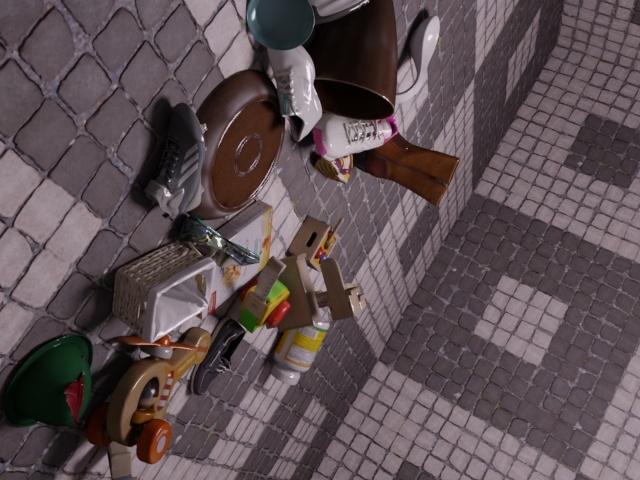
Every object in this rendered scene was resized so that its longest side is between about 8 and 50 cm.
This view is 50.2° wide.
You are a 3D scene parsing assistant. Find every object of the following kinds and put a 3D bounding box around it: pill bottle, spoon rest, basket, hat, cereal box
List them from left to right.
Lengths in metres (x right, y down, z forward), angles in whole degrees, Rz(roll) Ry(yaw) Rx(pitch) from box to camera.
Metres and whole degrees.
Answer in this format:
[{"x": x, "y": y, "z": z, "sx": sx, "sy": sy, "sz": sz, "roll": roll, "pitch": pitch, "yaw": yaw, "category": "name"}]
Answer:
[{"x": -0.385, "y": 0.271, "z": 1.102, "sx": 0.208, "sy": 0.183, "sz": 0.173, "roll": -21, "pitch": 134, "yaw": -61, "category": "hat"}, {"x": -0.285, "y": 0.088, "z": 1.240, "sx": 0.167, "sy": 0.103, "sz": 0.113, "roll": -32, "pitch": 143, "yaw": -53, "category": "basket"}, {"x": -0.193, "y": 0.040, "z": 1.477, "sx": 0.240, "sy": 0.047, "sz": 0.173, "roll": -43, "pitch": 151, "yaw": -43, "category": "cereal box"}, {"x": -0.066, "y": 0.312, "z": 2.006, "sx": 0.209, "sy": 0.117, "sz": 0.117, "roll": -65, "pitch": 159, "yaw": 3, "category": "pill bottle"}, {"x": 0.267, "y": -0.495, "z": 1.891, "sx": 0.276, "sy": 0.084, "sz": 0.137, "roll": -60, "pitch": 159, "yaw": -8, "category": "spoon rest"}]

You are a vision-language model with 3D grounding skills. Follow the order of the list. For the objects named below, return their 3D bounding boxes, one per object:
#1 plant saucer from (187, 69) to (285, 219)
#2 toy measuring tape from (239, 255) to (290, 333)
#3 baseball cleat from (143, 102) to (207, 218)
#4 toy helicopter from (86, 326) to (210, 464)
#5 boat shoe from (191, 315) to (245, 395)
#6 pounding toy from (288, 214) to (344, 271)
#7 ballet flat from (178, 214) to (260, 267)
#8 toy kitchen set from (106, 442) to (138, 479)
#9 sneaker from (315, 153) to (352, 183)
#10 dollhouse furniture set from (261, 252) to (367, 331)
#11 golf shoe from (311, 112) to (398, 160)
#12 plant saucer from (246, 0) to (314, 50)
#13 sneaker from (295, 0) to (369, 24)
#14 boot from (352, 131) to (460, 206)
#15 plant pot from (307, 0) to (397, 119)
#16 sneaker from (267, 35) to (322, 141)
[{"x": -0.155, "y": -0.173, "z": 1.321, "sx": 0.311, "sy": 0.050, "sz": 0.311, "roll": -48, "pitch": 154, "yaw": -34, "category": "plant saucer"}, {"x": -0.110, "y": 0.107, "z": 1.549, "sx": 0.121, "sy": 0.121, "sz": 0.330, "roll": -47, "pitch": 171, "yaw": -36, "category": "toy measuring tape"}, {"x": -0.243, "y": -0.123, "z": 1.137, "sx": 0.109, "sy": 0.072, "sz": 0.206, "roll": -33, "pitch": 139, "yaw": -37, "category": "baseball cleat"}, {"x": -0.319, "y": 0.260, "z": 1.384, "sx": 0.355, "sy": 0.140, "sz": 0.235, "roll": -45, "pitch": 146, "yaw": -63, "category": "toy helicopter"}, {"x": -0.243, "y": 0.285, "z": 1.626, "sx": 0.206, "sy": 0.064, "sz": 0.075, "roll": -65, "pitch": 159, "yaw": 3, "category": "boat shoe"}, {"x": 0.000, "y": 0.000, "z": 1.815, "sx": 0.141, "sy": 0.100, "sz": 0.130, "roll": -60, "pitch": 160, "yaw": -8, "category": "pounding toy"}, {"x": -0.201, "y": 0.017, "z": 1.338, "sx": 0.188, "sy": 0.070, "sz": 0.070, "roll": 34, "pitch": 82, "yaw": -35, "category": "ballet flat"}, {"x": -0.470, "y": 0.484, "z": 1.331, "sx": 0.207, "sy": 0.166, "sz": 0.122, "roll": -4, "pitch": 126, "yaw": -24, "category": "toy kitchen set"}, {"x": 0.038, "y": -0.204, "z": 1.728, "sx": 0.185, "sy": 0.069, "sz": 0.084, "roll": 36, "pitch": 72, "yaw": -75, "category": "sneaker"}, {"x": 0.007, "y": 0.100, "z": 1.790, "sx": 0.355, "sy": 0.303, "sz": 0.174, "roll": -21, "pitch": 96, "yaw": -63, "category": "dollhouse furniture set"}, {"x": 0.085, "y": -0.262, "z": 1.626, "sx": 0.306, "sy": 0.140, "sz": 0.115, "roll": -30, "pitch": 108, "yaw": -61, "category": "golf shoe"}, {"x": -0.069, "y": -0.392, "z": 1.194, "sx": 0.021, "sy": 0.119, "sz": 0.119, "roll": -85, "pitch": -178, "yaw": -48, "category": "plant saucer"}, {"x": 0.059, "y": -0.610, "z": 1.235, "sx": 0.447, "sy": 0.169, "sz": 0.258, "roll": -47, "pitch": 132, "yaw": -15, "category": "sneaker"}, {"x": 0.236, "y": -0.256, "z": 1.817, "sx": 0.096, "sy": 0.280, "sz": 0.264, "roll": -27, "pitch": 139, "yaw": -58, "category": "boot"}, {"x": 0.072, "y": -0.398, "z": 1.417, "sx": 0.215, "sy": 0.215, "sz": 0.231, "roll": 31, "pitch": 71, "yaw": -69, "category": "plant pot"}, {"x": -0.054, "y": -0.283, "z": 1.298, "sx": 0.094, "sy": 0.080, "sz": 0.212, "roll": -63, "pitch": 146, "yaw": -33, "category": "sneaker"}]
